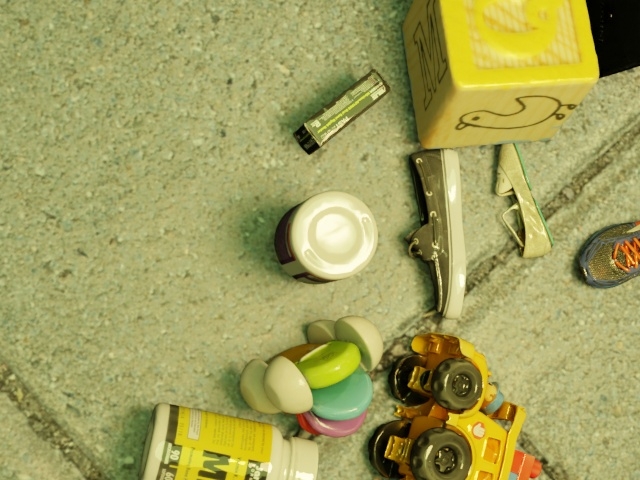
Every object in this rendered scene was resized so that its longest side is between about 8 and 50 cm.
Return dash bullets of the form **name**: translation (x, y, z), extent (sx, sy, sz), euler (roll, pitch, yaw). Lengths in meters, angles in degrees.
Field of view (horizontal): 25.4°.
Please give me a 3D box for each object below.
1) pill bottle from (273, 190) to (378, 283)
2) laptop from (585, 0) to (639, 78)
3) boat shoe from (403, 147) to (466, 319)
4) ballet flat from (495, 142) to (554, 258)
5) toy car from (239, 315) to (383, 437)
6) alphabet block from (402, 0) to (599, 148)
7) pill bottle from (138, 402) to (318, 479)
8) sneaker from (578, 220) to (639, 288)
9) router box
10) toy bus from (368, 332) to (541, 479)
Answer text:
- **pill bottle**: translation (0.000, 0.000, 1.772), extent (0.108, 0.193, 0.108), euler (1, 86, -11)
- **laptop**: translation (0.538, -0.410, 1.805), extent (0.408, 0.236, 0.382), euler (1, 86, 14)
- **boat shoe**: translation (0.147, -0.010, 1.861), extent (0.076, 0.080, 0.228), euler (-1, 85, -4)
- **ballet flat**: translation (0.262, -0.056, 1.897), extent (0.052, 0.057, 0.168), euler (-21, 90, -1)
- **toy car**: translation (0.001, 0.182, 1.771), extent (0.159, 0.182, 0.136), euler (-30, 96, -26)
- **alphabet block**: translation (0.223, -0.244, 1.810), extent (0.192, 0.197, 0.193), euler (-6, 73, -10)
- **pill bottle**: translation (-0.115, 0.278, 1.770), extent (0.208, 0.119, 0.119), euler (12, 84, -9)
- **sneaker**: translation (0.448, 0.002, 1.909), extent (0.221, 0.087, 0.083), euler (-23, 90, -11)
- **router box**: translation (0.027, -0.166, 1.841), extent (0.122, 0.092, 0.038), euler (-39, 94, -11)
- **toy bus**: translation (0.193, 0.248, 1.826), extent (0.211, 0.149, 0.220), euler (19, 80, -22)
